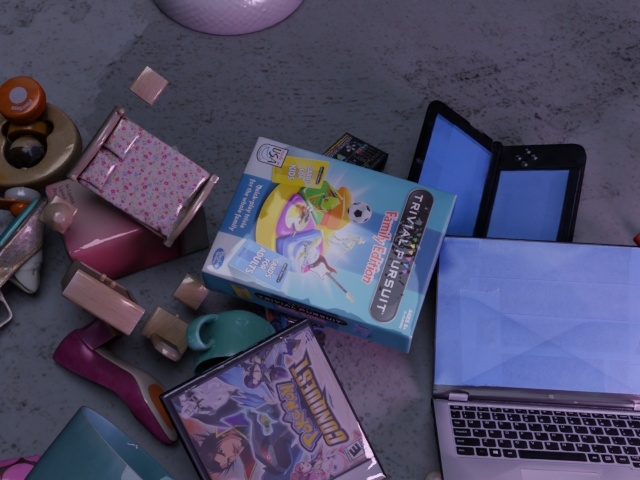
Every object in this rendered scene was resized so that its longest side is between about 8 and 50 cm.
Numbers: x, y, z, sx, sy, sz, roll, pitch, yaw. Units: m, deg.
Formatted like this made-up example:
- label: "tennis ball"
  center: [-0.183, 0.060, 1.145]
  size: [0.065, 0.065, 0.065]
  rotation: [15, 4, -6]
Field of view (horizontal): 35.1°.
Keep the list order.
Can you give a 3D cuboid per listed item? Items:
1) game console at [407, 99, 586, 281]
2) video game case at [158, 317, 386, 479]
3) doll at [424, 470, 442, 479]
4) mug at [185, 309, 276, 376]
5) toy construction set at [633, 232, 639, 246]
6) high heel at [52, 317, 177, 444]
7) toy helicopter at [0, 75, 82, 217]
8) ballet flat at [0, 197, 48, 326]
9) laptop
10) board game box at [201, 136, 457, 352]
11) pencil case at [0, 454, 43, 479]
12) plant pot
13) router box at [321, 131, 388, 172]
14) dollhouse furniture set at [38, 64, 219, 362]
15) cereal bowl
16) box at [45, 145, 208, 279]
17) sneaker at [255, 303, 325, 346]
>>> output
- label: "game console"
  center: [0.298, -0.090, 1.724]
  size: [0.250, 0.173, 0.293]
  rotation: [0, 56, 27]
- label: "video game case"
  center: [-0.066, 0.292, 1.495]
  size: [0.248, 0.035, 0.274]
  rotation: [-27, 94, -17]
- label: "doll"
  center: [0.151, 0.428, 1.489]
  size: [0.129, 0.046, 0.189]
  rotation: [13, 57, 16]
- label: "mug"
  center: [-0.132, 0.161, 1.575]
  size: [0.129, 0.157, 0.097]
  rotation: [0, 56, 5]
- label: "toy construction set"
  center: [0.717, -0.004, 1.694]
  size: [0.309, 0.257, 0.237]
  rotation: [-37, 79, 0]
- label: "high heel"
  center: [-0.323, 0.237, 1.585]
  size: [0.117, 0.082, 0.244]
  rotation: [-39, 79, 10]
- label: "toy helicopter"
  center: [-0.580, -0.107, 1.759]
  size: [0.355, 0.140, 0.235]
  rotation: [-28, 72, -6]
- label: "ballet flat"
  center: [-0.529, 0.073, 1.653]
  size: [0.106, 0.107, 0.316]
  rotation: [45, 71, -16]
- label: "laptop"
  center: [0.370, 0.195, 1.518]
  size: [0.382, 0.236, 0.408]
  rotation: [3, 27, 0]
- label: "board game box"
  center: [0.017, 0.002, 1.593]
  size: [0.336, 0.079, 0.253]
  rotation: [17, 67, 8]
- label: "pencil case"
  center: [-0.491, 0.375, 1.473]
  size: [0.209, 0.098, 0.095]
  rotation: [-9, 15, -7]
- label: "plant pot"
  center: [-0.298, 0.407, 1.357]
  size: [0.293, 0.293, 0.235]
  rotation: [40, 79, 20]
- label: "router box"
  center: [0.053, -0.135, 1.808]
  size: [0.092, 0.038, 0.122]
  rotation: [30, 43, 15]
- label: "dollhouse furniture set"
  center: [-0.237, -0.038, 1.545]
  size: [0.303, 0.174, 0.355]
  rotation: [35, 86, -17]
- label: "cereal bowl"
  center: [-0.186, -0.582, 2.031]
  size: [0.339, 0.141, 0.339]
  rotation: [1, 58, -2]
- label: "box"
  center: [-0.323, -0.040, 1.706]
  size: [0.232, 0.127, 0.148]
  rotation: [-20, 61, -13]
- label: "sneaker"
  center: [-0.058, 0.119, 1.654]
  size: [0.083, 0.087, 0.221]
  rotation: [1, 64, -39]
